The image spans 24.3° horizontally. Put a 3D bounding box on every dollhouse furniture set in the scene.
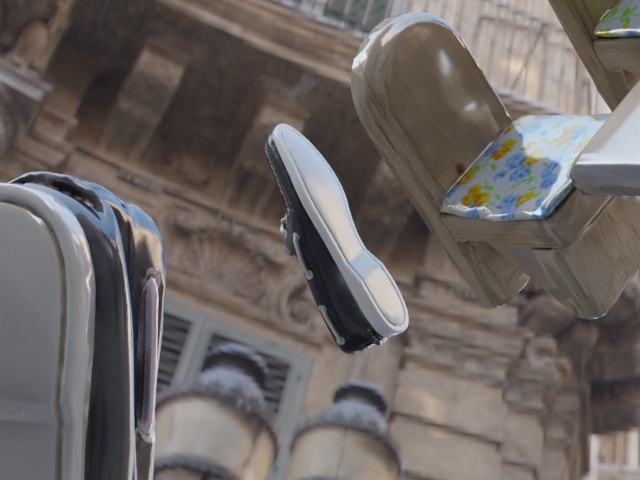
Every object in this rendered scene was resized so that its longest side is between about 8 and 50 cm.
[{"bbox_3d":[0.233,-0.178,0.600,0.362,0.394,0.256,3,-45,53],"label":"dollhouse furniture set"}]

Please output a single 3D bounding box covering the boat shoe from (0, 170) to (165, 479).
[{"bbox_3d":[-0.113,0.139,0.625,0.112,0.095,0.335,7,-85,27],"label":"boat shoe"}]

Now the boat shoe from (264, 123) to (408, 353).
[{"bbox_3d":[0.000,0.000,0.772,0.038,0.046,0.125,-31,-90,28],"label":"boat shoe"}]
